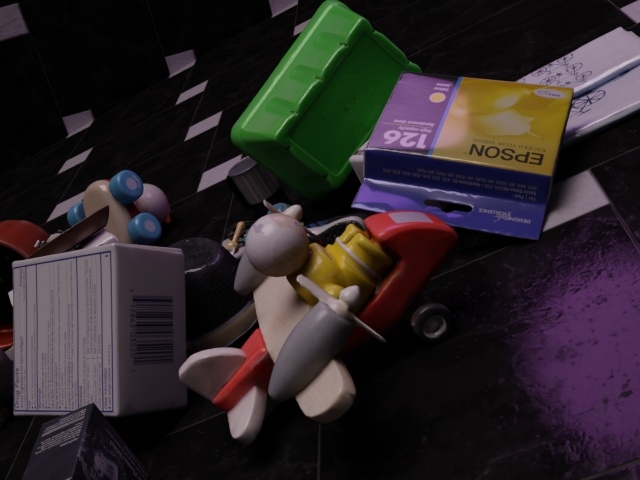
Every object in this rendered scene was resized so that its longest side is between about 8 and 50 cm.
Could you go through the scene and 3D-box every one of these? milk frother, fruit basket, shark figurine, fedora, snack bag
[{"bbox_3d":[-0.153,-0.086,1.789,0.129,0.134,0.143,-16,29,33],"label":"milk frother"},{"bbox_3d":[0.012,-0.277,1.774,0.392,0.283,0.392,-43,24,24],"label":"fruit basket"},{"bbox_3d":[-0.610,0.275,1.706,0.116,0.166,0.278,-12,0,-20],"label":"shark figurine"},{"bbox_3d":[-0.239,0.092,1.537,0.334,0.152,0.334,-24,26,12],"label":"fedora"},{"bbox_3d":[0.482,-0.277,1.572,0.323,0.037,0.342,-26,26,9],"label":"snack bag"}]

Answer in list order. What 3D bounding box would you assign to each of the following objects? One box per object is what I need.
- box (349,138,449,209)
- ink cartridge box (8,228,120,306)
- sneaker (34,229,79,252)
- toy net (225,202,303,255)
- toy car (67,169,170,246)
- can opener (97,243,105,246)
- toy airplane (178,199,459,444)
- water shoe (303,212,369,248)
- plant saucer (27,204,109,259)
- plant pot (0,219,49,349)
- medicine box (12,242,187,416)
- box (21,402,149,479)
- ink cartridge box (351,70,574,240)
[{"bbox_3d":[0.186,-0.154,1.569,0.181,0.119,0.182,4,42,50],"label":"box"},{"bbox_3d":[-0.481,0.114,1.732,0.237,0.172,0.100,-36,23,-13],"label":"ink cartridge box"},{"bbox_3d":[-0.545,0.048,1.887,0.235,0.153,0.094,26,82,37],"label":"sneaker"},{"bbox_3d":[-0.141,0.011,1.718,0.232,0.045,0.122,-32,48,2],"label":"toy net"},{"bbox_3d":[-0.433,-0.055,2.040,0.219,0.210,0.238,-28,-7,37],"label":"toy car"},{"bbox_3d":[-0.388,0.088,1.673,0.059,0.186,0.073,-18,15,31],"label":"can opener"},{"bbox_3d":[-0.037,0.090,1.184,0.386,0.272,0.384,-7,35,40],"label":"toy airplane"},{"bbox_3d":[0.000,0.000,1.568,0.203,0.072,0.080,-12,10,24],"label":"water shoe"},{"bbox_3d":[-0.515,-0.005,1.770,0.199,0.036,0.198,-34,8,5],"label":"plant saucer"},{"bbox_3d":[-0.748,0.080,2.010,0.272,0.272,0.265,-28,18,6],"label":"plant pot"},{"bbox_3d":[-0.371,0.153,1.409,0.289,0.263,0.149,-9,-10,38],"label":"medicine box"},{"bbox_3d":[-0.320,0.339,1.167,0.093,0.156,0.158,-25,26,10],"label":"box"},{"bbox_3d":[0.236,-0.154,1.391,0.304,0.072,0.307,10,47,17],"label":"ink cartridge box"}]
